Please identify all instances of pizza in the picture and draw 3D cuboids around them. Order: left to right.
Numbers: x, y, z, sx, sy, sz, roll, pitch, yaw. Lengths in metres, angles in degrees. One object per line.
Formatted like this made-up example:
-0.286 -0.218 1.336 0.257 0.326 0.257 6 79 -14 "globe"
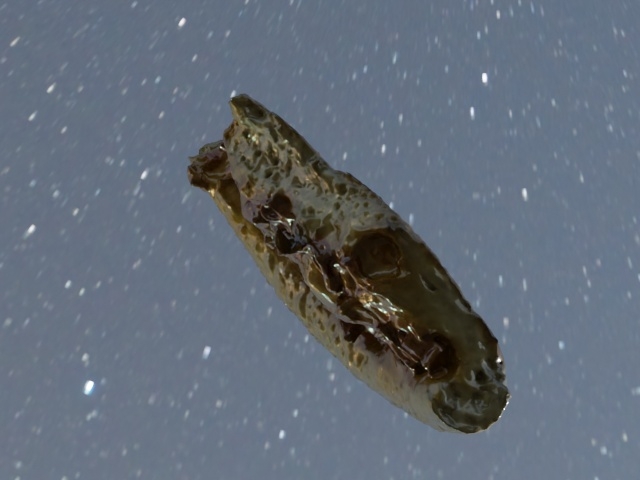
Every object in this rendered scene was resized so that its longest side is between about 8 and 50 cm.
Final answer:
0.003 0.006 0.752 0.056 0.271 0.134 -34 -36 -10 "pizza"
